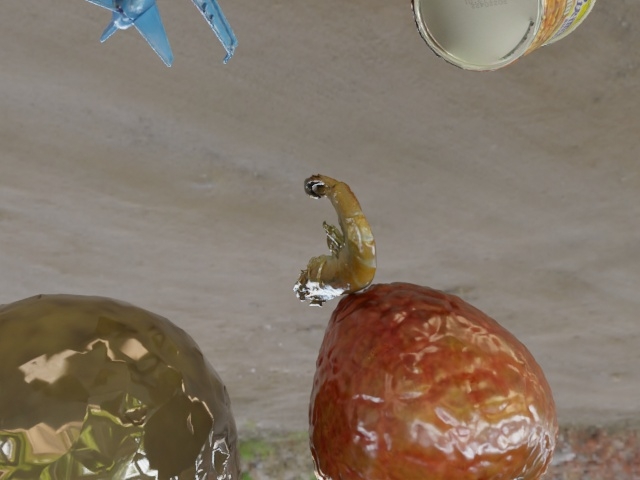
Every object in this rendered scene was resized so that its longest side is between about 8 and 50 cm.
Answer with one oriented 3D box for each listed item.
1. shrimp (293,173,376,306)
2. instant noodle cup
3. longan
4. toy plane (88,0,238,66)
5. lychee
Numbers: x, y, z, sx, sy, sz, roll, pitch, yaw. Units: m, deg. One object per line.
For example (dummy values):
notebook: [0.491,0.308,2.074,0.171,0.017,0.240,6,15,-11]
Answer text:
shrimp: [-0.001,0.000,0.846,0.034,0.124,0.178,-17,175,-26]
instant noodle cup: [0.219,-0.310,1.048,0.213,0.213,0.174,-24,-166,42]
longan: [-0.261,0.247,0.873,0.391,0.391,0.391,-4,160,-2]
toy plane: [-0.176,-0.312,0.915,0.254,0.271,0.105,34,142,-29]
lychee: [0.104,0.179,0.802,0.255,0.300,0.255,-10,145,-7]
